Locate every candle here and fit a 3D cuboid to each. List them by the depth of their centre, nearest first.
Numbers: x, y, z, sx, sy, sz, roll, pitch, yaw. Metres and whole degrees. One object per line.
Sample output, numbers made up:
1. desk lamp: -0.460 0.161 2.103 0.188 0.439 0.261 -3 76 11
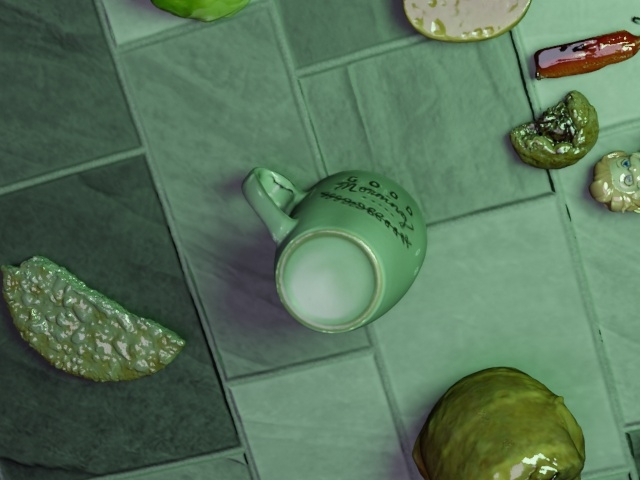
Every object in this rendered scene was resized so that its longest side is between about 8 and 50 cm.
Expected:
1. candle: 0.345 -0.239 1.480 0.162 0.048 0.053 -13 136 13

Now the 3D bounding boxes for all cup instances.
1. cup: 0.000 0.000 1.504 0.258 0.234 0.186 35 107 3

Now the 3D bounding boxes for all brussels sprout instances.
1. brussels sprout: -0.150 -0.351 1.501 0.149 0.122 0.151 -1 103 14

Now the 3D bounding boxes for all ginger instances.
1. ginger: 0.229 0.266 1.512 0.200 0.269 0.223 -42 62 -5

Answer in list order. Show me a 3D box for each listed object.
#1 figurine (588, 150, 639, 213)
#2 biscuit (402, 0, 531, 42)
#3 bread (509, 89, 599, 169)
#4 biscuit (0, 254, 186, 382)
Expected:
1. figurine: 0.417 -0.079 1.478 0.157 0.114 0.126 -30 63 44
2. biscuit: 0.181 -0.432 1.452 0.269 0.051 0.376 6 101 11
3. bread: 0.302 -0.132 1.501 0.113 0.060 0.082 -37 92 15
4. biscuit: -0.341 0.129 1.701 0.290 0.038 0.141 28 108 5
